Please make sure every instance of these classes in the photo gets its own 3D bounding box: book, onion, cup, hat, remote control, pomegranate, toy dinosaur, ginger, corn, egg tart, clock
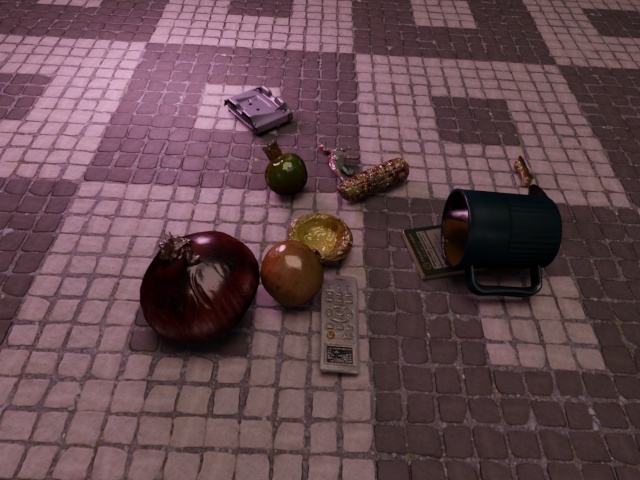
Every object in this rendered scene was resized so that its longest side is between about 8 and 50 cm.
[{"bbox_3d":[0.422,0.026,1.697,0.264,0.027,0.202,-9,51,-12],"label":"book"},{"bbox_3d":[-0.343,0.096,1.411,0.347,0.285,0.348,-10,45,11],"label":"onion"},{"bbox_3d":[0.548,-0.008,1.562,0.292,0.242,0.308,2,46,-7],"label":"cup"},{"bbox_3d":[0.745,-0.094,1.795,0.193,0.082,0.193,25,50,-34],"label":"hat"},{"bbox_3d":[0.051,0.234,1.476,0.109,0.055,0.313,7,53,-7],"label":"remote control"},{"bbox_3d":[-0.128,-0.250,1.800,0.159,0.205,0.159,-24,25,12],"label":"pomegranate"},{"bbox_3d":[0.061,-0.291,1.937,0.167,0.053,0.242,8,49,5],"label":"toy dinosaur"},{"bbox_3d":[0.768,-0.259,1.964,0.057,0.044,0.137,26,43,-42],"label":"ginger"},{"bbox_3d":[0.189,-0.213,1.845,0.289,0.098,0.098,-25,55,-22],"label":"corn"},{"bbox_3d":[-0.081,0.092,1.494,0.191,0.191,0.191,2,48,-2],"label":"pomegranate"},{"bbox_3d":[0.001,0.002,1.649,0.212,0.090,0.213,2,46,-2],"label":"egg tart"},{"bbox_3d":[-0.254,-0.537,2.114,0.186,0.083,0.253,-31,58,-27],"label":"clock"}]
